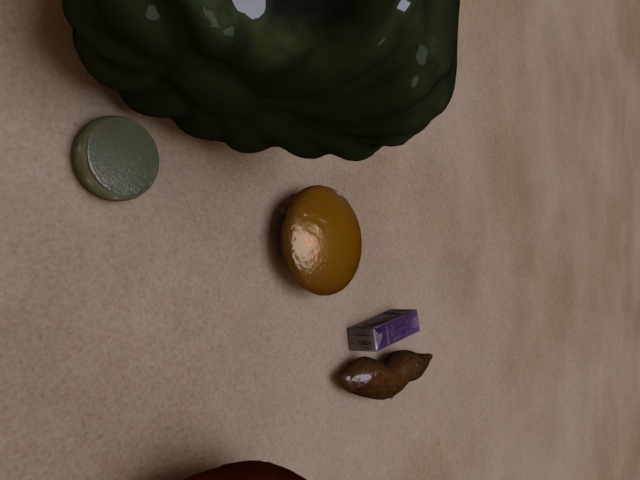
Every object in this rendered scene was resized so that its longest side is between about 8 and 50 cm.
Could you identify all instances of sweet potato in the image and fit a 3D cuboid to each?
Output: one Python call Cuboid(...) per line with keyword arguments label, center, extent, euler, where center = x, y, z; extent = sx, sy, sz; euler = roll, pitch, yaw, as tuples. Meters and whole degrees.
Cuboid(label="sweet potato", center=(0.103, 0.195, 0.932), extent=(0.218, 0.051, 0.065), euler=(1, 84, -48))

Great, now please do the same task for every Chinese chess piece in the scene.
Cuboid(label="Chinese chess piece", center=(-0.199, -0.080, 0.624), extent=(0.084, 0.034, 0.084), euler=(5, 83, -46))

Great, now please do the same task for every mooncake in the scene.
Cuboid(label="mooncake", center=(-0.048, -0.196, 0.591), extent=(0.351, 0.351, 0.187), euler=(17, 76, -47))

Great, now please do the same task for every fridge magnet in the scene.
Cuboid(label="fridge magnet", center=(0.000, 0.000, 0.822), extent=(0.143, 0.063, 0.143), euler=(8, 79, -48))

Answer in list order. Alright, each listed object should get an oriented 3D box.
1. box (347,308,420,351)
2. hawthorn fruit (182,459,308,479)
Cuboid(label="box", center=(0.094, 0.129, 0.928), extent=(0.117, 0.051, 0.036), euler=(-13, 95, -50))
Cuboid(label="hawthorn fruit", center=(-0.045, 0.340, 0.566), extent=(0.265, 0.307, 0.265), euler=(16, 68, -46))
